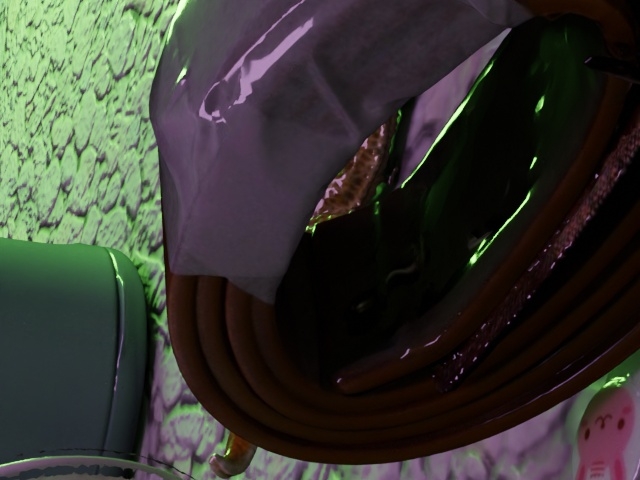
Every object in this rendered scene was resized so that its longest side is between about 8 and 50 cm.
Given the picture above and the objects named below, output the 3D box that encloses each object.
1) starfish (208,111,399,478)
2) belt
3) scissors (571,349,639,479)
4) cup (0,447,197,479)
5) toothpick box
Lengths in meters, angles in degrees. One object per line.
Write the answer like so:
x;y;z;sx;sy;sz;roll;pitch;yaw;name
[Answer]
0.002;0.000;0.979;0.138;0.050;0.247;122;164;-56;starfish
0.042;-0.039;0.634;0.105;0.184;0.261;-92;27;-46;belt
0.113;0.072;0.675;0.118;0.030;0.242;-151;75;-70;scissors
-0.106;0.275;0.899;0.274;0.253;0.253;-124;47;-55;cup
-0.325;0.105;1.414;0.263;0.355;0.263;-170;90;-71;toothpick box
